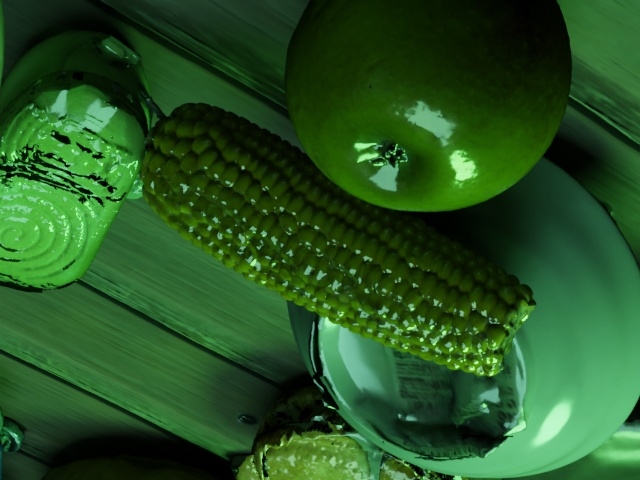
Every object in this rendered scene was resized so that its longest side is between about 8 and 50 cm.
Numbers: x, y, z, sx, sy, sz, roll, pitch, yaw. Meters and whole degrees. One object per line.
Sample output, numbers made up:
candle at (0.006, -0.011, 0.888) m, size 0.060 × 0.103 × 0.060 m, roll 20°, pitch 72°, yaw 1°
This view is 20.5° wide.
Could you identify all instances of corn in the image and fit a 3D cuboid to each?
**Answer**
corn at (0.000, 0.000, 1.243) m, size 0.310 × 0.101 × 0.101 m, roll 30°, pitch 145°, yaw 7°

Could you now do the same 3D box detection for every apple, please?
apple at (0.070, -0.107, 1.173) m, size 0.196 × 0.157 × 0.196 m, roll 15°, pitch 143°, yaw 11°

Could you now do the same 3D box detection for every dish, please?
dish at (0.090, 0.071, 1.348) m, size 0.316 × 0.106 × 0.316 m, roll 12°, pitch 121°, yaw 21°

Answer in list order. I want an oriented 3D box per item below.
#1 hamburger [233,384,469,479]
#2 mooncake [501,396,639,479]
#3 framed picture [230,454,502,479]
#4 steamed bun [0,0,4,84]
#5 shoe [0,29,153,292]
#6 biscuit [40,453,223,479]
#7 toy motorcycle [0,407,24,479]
hamburger at (0.030, 0.229, 1.664) m, size 0.231 × 0.107 × 0.231 m, roll 13°, pitch 131°, yaw 15°
mooncake at (0.273, 0.166, 1.502) m, size 0.245 × 0.133 × 0.245 m, roll 8°, pitch 144°, yaw 6°
framed picture at (0.093, 0.276, 1.803) m, size 0.315 × 0.024 × 0.232 m, roll -5°, pitch 141°, yaw 24°
steamed bun at (-0.361, -0.128, 1.147) m, size 0.342 × 0.368 × 0.255 m, roll -41°, pitch 155°, yaw 6°
shoe at (-0.200, -0.053, 1.346) m, size 0.140 × 0.128 × 0.262 m, roll 32°, pitch 139°, yaw -9°
biscuit at (-0.167, 0.317, 1.870) m, size 0.296 × 0.102 × 0.296 m, roll 12°, pitch 146°, yaw 8°
toy motorcycle at (-0.401, 0.223, 1.808) m, size 0.169 × 0.113 × 0.315 m, roll 18°, pitch 136°, yaw 8°
